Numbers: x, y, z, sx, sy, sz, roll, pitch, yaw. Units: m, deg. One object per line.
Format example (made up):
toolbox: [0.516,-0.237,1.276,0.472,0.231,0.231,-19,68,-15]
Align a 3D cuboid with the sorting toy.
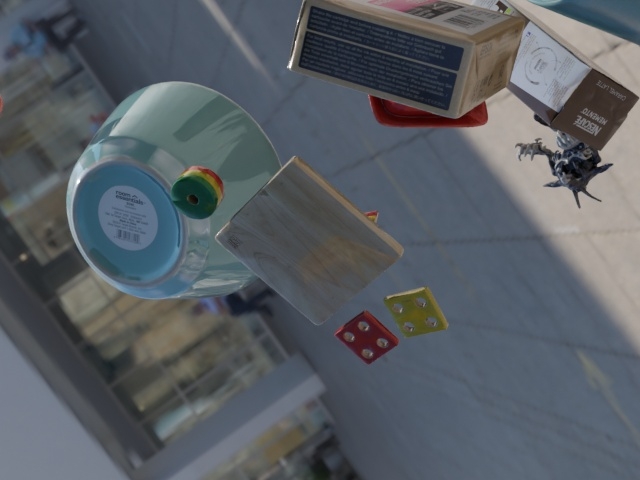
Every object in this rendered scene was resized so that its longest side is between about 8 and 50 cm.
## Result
sorting toy: [0.000,0.000,1.192,0.274,0.132,0.046,41,-140,-8]

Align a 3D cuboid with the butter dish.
butter dish: [0.141,-0.232,1.615,0.118,0.160,0.160,119,146,-60]

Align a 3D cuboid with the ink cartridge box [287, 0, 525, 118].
ink cartridge box: [0.100,-0.215,1.395,0.193,0.088,0.235,19,-159,15]

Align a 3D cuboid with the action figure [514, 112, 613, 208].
action figure: [0.461,-0.193,2.486,0.164,0.141,0.275,-20,85,46]

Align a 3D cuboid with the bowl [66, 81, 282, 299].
bowl: [-0.215,-0.044,1.713,0.311,0.311,0.163,55,-150,-2]

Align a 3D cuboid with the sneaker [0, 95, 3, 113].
sneaker: [-0.547,-0.199,1.723,0.221,0.087,0.128,20,-159,-8]

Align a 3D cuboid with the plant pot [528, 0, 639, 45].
plant pot: [0.443,-0.407,1.705,0.334,0.341,0.341,8,-156,-32]

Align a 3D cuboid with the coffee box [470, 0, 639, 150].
coffee box: [0.318,-0.249,1.834,0.141,0.098,0.246,17,-156,-45]
